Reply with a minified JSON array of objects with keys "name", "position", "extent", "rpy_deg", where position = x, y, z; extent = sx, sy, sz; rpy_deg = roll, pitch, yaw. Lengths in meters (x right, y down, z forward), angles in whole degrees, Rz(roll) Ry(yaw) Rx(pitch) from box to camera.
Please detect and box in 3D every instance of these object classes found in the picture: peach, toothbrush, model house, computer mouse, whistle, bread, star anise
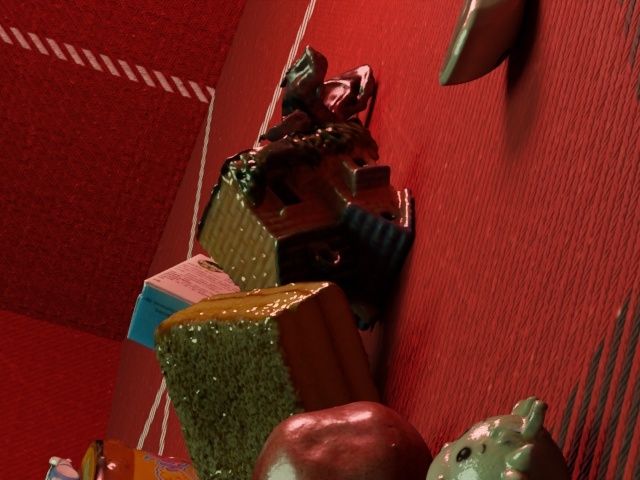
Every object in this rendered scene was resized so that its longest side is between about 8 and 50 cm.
[{"name":"peach","position":[0.022,0.212,1.474],"extent":[0.152,0.152,0.152],"rpy_deg":[-164,90,-80]},{"name":"toothbrush","position":[-0.301,0.279,2.172],"extent":[0.386,0.040,0.040],"rpy_deg":[162,123,-77]},{"name":"model house","position":[0.000,0.000,1.843],"extent":[0.172,0.183,0.166],"rpy_deg":[52,134,29]},{"name":"computer mouse","position":[0.153,-0.204,1.628],"extent":[0.089,0.056,0.182],"rpy_deg":[121,170,-52]},{"name":"whistle","position":[0.094,0.204,1.193],"extent":[0.101,0.105,0.253],"rpy_deg":[-18,-43,-50]},{"name":"bread","position":[-0.045,0.136,1.721],"extent":[0.234,0.110,0.184],"rpy_deg":[-7,103,54]},{"name":"star anise","position":[-0.013,-0.104,2.202],"extent":[0.212,0.129,0.283],"rpy_deg":[-80,6,-54]}]

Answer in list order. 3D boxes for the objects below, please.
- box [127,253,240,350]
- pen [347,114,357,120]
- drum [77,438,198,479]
[{"name":"box","position":[-0.084,0.095,1.938],"extent":[0.139,0.194,0.073],"rpy_deg":[-26,-43,-66]},{"name":"pen","position":[0.014,-0.158,2.391],"extent":[0.197,0.032,0.053],"rpy_deg":[150,135,-74]},{"name":"drum","position":[-0.219,0.461,2.170],"extent":[0.431,0.214,0.431],"rpy_deg":[-165,90,-79]}]
